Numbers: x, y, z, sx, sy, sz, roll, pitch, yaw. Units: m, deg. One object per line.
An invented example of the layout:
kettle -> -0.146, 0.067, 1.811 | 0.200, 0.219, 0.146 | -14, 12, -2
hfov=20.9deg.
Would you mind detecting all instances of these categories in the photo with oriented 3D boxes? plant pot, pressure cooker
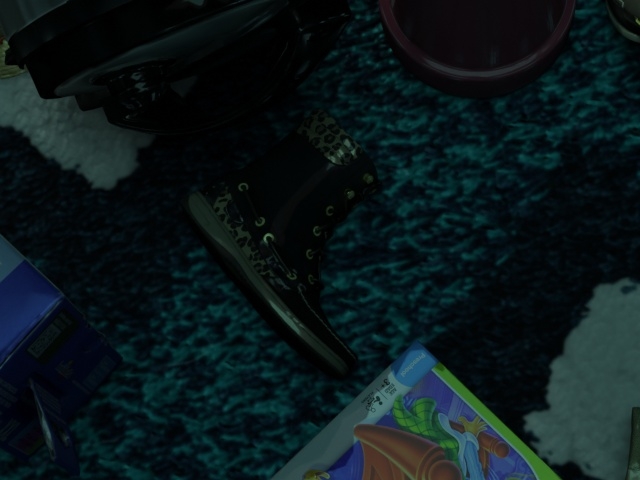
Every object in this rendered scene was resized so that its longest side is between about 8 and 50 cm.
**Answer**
plant pot -> 0.154, -0.264, 1.695 | 0.201, 0.180, 0.201 | -1, 72, 3
pressure cooker -> -0.151, -0.305, 1.616 | 0.375, 0.370, 0.420 | -21, 91, -1

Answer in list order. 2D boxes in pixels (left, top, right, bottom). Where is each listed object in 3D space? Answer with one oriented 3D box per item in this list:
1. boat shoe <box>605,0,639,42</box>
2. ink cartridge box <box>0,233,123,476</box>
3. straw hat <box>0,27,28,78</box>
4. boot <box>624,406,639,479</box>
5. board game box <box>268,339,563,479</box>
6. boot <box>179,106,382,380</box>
boat shoe -> 0.341, -0.223, 1.671 | 0.081, 0.069, 0.228 | -32, 37, -6
ink cartridge box -> -0.342, 0.046, 1.587 | 0.395, 0.270, 0.151 | 40, 81, 14
straw hat -> -0.341, -0.237, 1.781 | 0.144, 0.061, 0.144 | -1, 73, 4
boot -> 0.355, 0.256, 1.580 | 0.165, 0.077, 0.213 | 3, 68, 4
board game box -> 0.047, 0.294, 1.573 | 0.347, 0.078, 0.233 | -43, 73, -12
boot -> -0.001, -0.001, 1.676 | 0.178, 0.085, 0.236 | -39, 74, -10
